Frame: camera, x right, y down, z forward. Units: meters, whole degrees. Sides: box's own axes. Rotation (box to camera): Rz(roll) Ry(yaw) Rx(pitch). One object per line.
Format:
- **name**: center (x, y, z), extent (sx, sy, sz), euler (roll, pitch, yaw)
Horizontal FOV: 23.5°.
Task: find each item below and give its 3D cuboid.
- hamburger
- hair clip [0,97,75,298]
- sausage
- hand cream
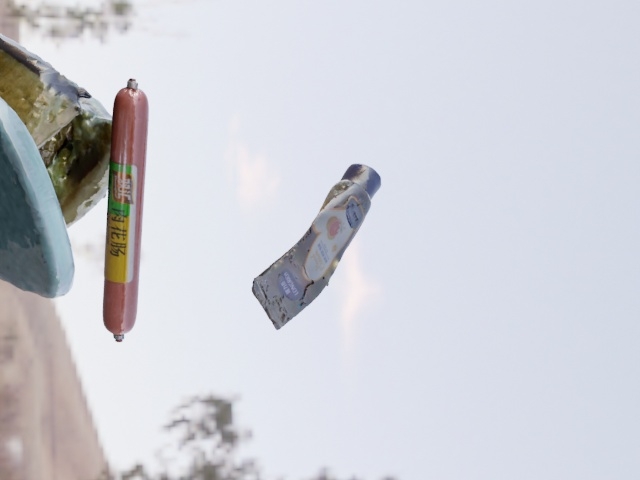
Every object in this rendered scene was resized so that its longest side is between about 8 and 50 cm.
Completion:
- **hamburger**: center (-0.298, -0.094, 1.284), extent (0.288, 0.167, 0.192), euler (34, -81, 32)
- **hair clip**: center (-0.320, -0.073, 0.836), extent (0.392, 0.238, 0.318), euler (3, -64, 60)
- **sausage**: center (-0.154, -0.020, 1.216), extent (0.029, 0.029, 0.223), euler (-128, -140, -61)
- **hand cream**: center (0.000, 0.000, 1.312), extent (0.039, 0.163, 0.062), euler (13, -36, 33)
